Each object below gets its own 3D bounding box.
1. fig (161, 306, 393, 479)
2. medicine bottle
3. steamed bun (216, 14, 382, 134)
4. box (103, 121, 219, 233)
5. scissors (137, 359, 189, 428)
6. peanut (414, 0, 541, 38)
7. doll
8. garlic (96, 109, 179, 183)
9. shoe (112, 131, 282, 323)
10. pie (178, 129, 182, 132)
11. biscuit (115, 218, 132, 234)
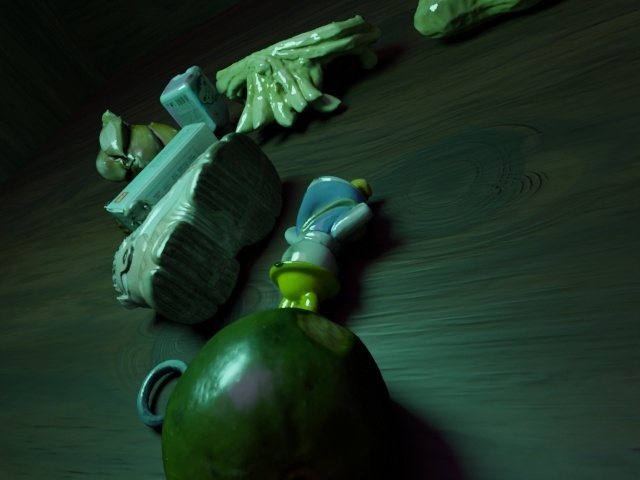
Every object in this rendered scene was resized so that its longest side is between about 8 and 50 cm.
[{"bbox_3d":[-0.026,0.153,0.420,0.195,0.195,0.245,-30,3,8],"label":"fig"},{"bbox_3d":[-0.286,-0.310,1.110,0.094,0.188,0.119,-20,39,21],"label":"medicine bottle"},{"bbox_3d":[-0.075,-0.350,1.026,0.427,0.190,0.247,-8,14,28],"label":"steamed bun"},{"bbox_3d":[-0.302,-0.114,0.951,0.079,0.135,0.269,5,52,42],"label":"box"},{"bbox_3d":[-0.113,0.249,0.484,0.255,0.029,0.384,-27,36,9],"label":"scissors"},{"bbox_3d":[0.326,-0.484,0.863,0.313,0.149,0.149,-14,41,27],"label":"peanut"},{"bbox_3d":[0.000,0.001,0.615,0.135,0.099,0.241,9,53,16],"label":"doll"},{"bbox_3d":[-0.479,-0.226,1.209,0.160,0.214,0.191,-47,53,34],"label":"garlic"},{"bbox_3d":[-0.215,-0.032,0.762,0.198,0.172,0.351,-6,43,38],"label":"shoe"},{"bbox_3d":[-0.398,-0.312,1.338,0.088,0.033,0.191,-43,36,-16],"label":"pie"},{"bbox_3d":[-0.373,-0.129,1.103,0.154,0.045,0.299,7,53,44],"label":"biscuit"}]
